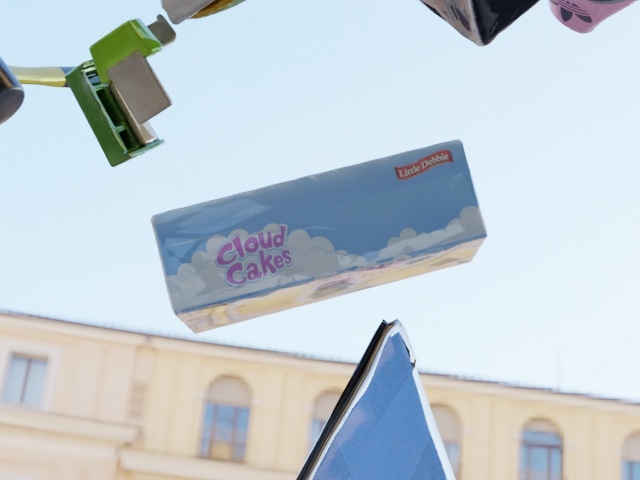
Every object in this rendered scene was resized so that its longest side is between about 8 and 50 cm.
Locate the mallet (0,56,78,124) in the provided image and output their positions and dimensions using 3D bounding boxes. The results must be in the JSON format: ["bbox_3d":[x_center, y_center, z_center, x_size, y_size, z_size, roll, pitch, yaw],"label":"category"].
[{"bbox_3d":[-0.165,-0.096,0.887,0.039,0.062,0.190,-47,-23,22],"label":"mallet"}]

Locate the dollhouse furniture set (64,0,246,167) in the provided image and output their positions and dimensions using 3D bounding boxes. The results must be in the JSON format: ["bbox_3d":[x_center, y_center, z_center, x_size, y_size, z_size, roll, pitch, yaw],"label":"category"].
[{"bbox_3d":[-0.064,-0.098,0.742,0.152,0.058,0.076,-28,3,29],"label":"dollhouse furniture set"}]

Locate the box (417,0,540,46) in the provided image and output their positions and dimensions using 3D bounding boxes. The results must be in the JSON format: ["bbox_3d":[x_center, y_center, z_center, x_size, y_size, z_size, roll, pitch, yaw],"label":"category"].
[{"bbox_3d":[0.033,-0.331,0.626,0.395,0.293,0.212,43,-12,33],"label":"box"}]

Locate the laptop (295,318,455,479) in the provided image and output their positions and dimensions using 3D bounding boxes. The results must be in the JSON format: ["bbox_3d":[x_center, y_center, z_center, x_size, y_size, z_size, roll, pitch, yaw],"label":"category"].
[{"bbox_3d":[0.103,0.311,0.492,0.408,0.382,0.236,27,-41,4],"label":"laptop"}]

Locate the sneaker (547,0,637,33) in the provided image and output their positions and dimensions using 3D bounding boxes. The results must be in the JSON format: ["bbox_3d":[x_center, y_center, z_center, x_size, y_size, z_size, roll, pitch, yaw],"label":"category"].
[{"bbox_3d":[0.257,-0.254,1.021,0.112,0.319,0.131,40,-42,20],"label":"sneaker"}]

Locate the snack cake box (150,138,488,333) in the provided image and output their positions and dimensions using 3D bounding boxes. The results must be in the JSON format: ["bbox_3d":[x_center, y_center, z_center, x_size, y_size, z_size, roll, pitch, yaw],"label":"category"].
[{"bbox_3d":[0.000,0.000,1.208,0.264,0.089,0.152,-14,-8,-1],"label":"snack cake box"}]
